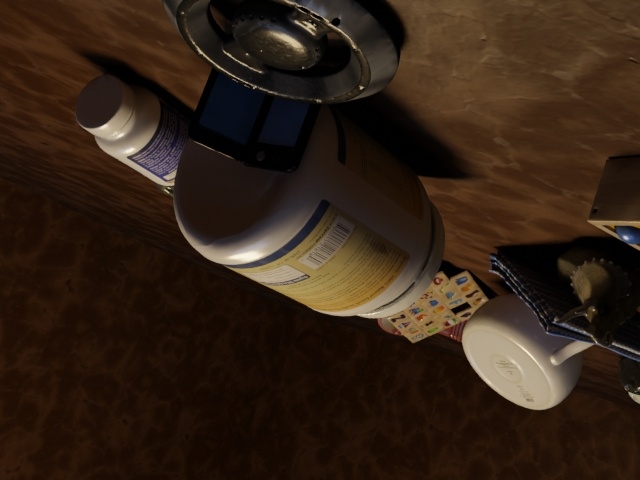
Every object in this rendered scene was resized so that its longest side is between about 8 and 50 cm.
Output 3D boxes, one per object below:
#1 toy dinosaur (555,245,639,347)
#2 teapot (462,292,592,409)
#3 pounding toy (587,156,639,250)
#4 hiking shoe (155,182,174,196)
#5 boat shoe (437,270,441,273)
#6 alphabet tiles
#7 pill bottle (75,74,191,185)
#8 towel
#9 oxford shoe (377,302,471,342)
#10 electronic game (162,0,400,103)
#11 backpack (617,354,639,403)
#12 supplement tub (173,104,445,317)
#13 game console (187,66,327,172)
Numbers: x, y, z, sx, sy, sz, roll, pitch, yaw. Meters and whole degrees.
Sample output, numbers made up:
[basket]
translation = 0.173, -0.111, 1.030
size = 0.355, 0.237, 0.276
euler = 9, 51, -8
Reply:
[toy dinosaur]
translation = 0.397, 0.054, 1.235
size = 0.160, 0.121, 0.313
euler = 30, -165, -8
[teapot]
translation = 0.418, 0.190, 1.724
size = 0.256, 0.187, 0.252
euler = 33, 151, 30
[pounding toy]
translation = 0.365, -0.011, 0.880
size = 0.141, 0.100, 0.130
euler = 25, 170, -27
[hiking shoe]
translation = -0.241, -0.121, 1.557
size = 0.114, 0.086, 0.227
euler = 19, 170, 29
[boat shoe]
translation = 0.128, 0.079, 1.934
size = 0.324, 0.123, 0.116
euler = 4, -162, 30
[alphabet tiles]
translation = 0.239, 0.135, 1.838
size = 0.198, 0.009, 0.237
euler = -26, 146, 14
[pill bottle]
translation = -0.262, -0.162, 1.286
size = 0.112, 0.112, 0.187
euler = 14, 169, 30
[towel]
translation = 0.402, 0.112, 1.357
size = 0.243, 0.040, 0.336
euler = 20, -167, -9
[oxford shoe]
translation = 0.304, 0.148, 2.000
size = 0.348, 0.130, 0.123
euler = 9, 131, -5
[electronic game]
translation = -0.037, -0.194, 0.822
size = 0.229, 0.048, 0.229
euler = 16, 163, 5
[backpack]
translation = 0.750, 0.312, 1.918
size = 0.182, 0.115, 0.152
euler = 22, 168, -30
[supplement tub]
translation = -0.002, -0.037, 1.104
size = 0.228, 0.228, 0.316
euler = 12, 167, 40
[game console]
translation = -0.063, -0.144, 0.936
size = 0.107, 0.122, 0.071
euler = 13, 168, 36
